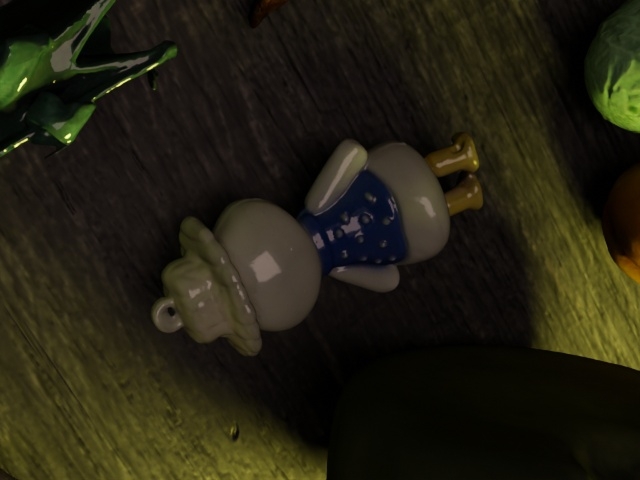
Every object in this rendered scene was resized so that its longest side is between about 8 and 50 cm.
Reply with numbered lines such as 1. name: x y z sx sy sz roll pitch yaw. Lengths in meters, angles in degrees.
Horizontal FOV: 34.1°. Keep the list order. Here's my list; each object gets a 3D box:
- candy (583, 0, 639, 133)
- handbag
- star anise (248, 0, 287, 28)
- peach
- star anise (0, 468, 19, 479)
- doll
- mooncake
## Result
1. candy: 0.397 -0.251 0.929 0.440 0.119 0.119 -43 109 -16
2. handbag: -0.261 -0.062 0.659 0.326 0.238 0.089 -32 112 -11
3. star anise: -0.001 -0.273 0.743 0.288 0.088 0.288 -24 146 -18
4. peach: 0.314 -0.016 0.911 0.138 0.138 0.138 -3 99 -18
5. star anise: -0.315 0.203 0.762 0.263 0.081 0.230 -8 101 -6
6. doll: 0.000 0.000 0.824 0.293 0.119 0.138 -27 122 -18
7. mooncake: 0.165 0.202 0.790 0.352 0.351 0.187 1 101 -18
